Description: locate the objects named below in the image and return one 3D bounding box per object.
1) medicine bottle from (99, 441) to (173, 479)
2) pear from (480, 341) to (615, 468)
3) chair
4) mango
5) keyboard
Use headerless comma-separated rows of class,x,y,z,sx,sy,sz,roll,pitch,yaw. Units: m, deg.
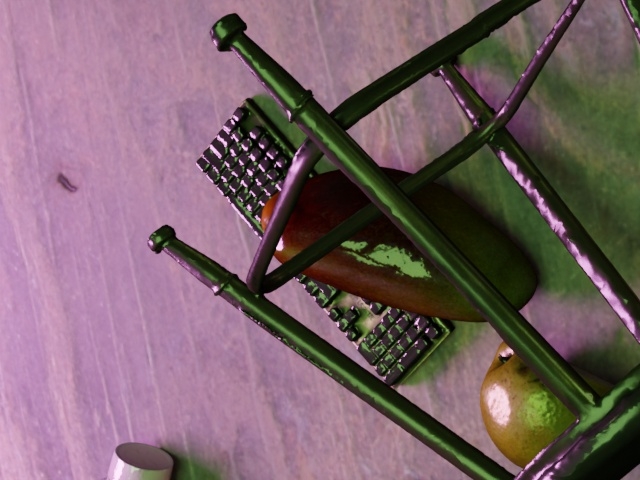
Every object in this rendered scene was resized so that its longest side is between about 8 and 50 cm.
medicine bottle,-0.208,0.310,1.995,0.119,0.069,0.183,23,110,22
pear,0.204,0.157,1.691,0.141,0.141,0.104,28,92,23
chair,0.148,-0.011,1.492,0.410,0.362,0.365,50,154,13
mango,0.074,-0.001,1.752,0.267,0.133,0.111,18,134,12
keyboard,0.000,0.000,1.851,0.317,0.027,0.106,48,118,15
